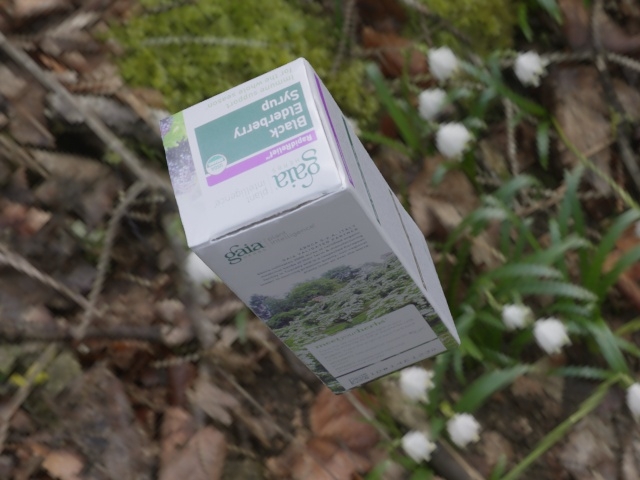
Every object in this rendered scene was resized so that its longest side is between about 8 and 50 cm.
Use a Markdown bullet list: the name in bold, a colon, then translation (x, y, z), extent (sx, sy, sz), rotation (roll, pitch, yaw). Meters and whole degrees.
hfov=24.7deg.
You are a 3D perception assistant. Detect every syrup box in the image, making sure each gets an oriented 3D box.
- **syrup box**: translation (0.000, 0.000, 0.881), extent (0.093, 0.237, 0.096), rotation (-23, 57, 10)
